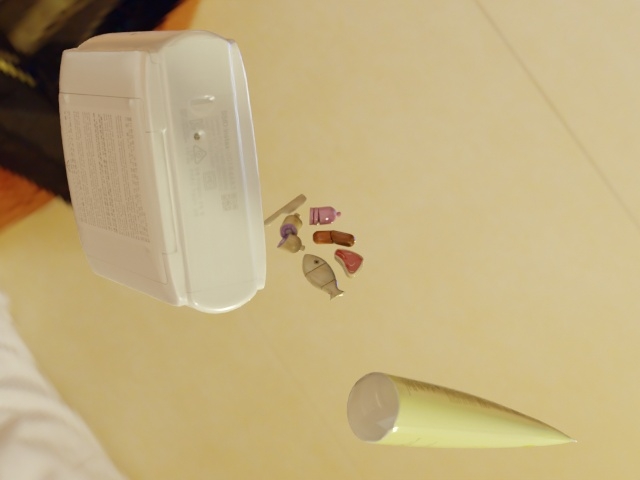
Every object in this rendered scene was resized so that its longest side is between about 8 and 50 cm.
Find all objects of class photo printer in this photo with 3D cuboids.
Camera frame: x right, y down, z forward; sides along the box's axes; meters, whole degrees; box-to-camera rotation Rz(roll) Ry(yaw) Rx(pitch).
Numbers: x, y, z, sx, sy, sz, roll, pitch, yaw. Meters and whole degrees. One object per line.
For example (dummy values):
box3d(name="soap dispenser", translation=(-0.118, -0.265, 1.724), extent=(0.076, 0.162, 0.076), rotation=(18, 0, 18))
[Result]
box3d(name="photo printer", translation=(-0.165, -0.075, 1.408), extent=(0.107, 0.256, 0.307), rotation=(-11, -169, -26))

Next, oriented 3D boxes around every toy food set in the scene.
box3d(name="toy food set", translation=(0.000, 0.000, 1.504), extent=(0.078, 0.122, 0.019), rotation=(-37, 155, -21))

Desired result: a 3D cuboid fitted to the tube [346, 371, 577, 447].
box3d(name="tube", translation=(0.126, 0.161, 1.294), extent=(0.240, 0.070, 0.062), rotation=(13, 130, -45))
